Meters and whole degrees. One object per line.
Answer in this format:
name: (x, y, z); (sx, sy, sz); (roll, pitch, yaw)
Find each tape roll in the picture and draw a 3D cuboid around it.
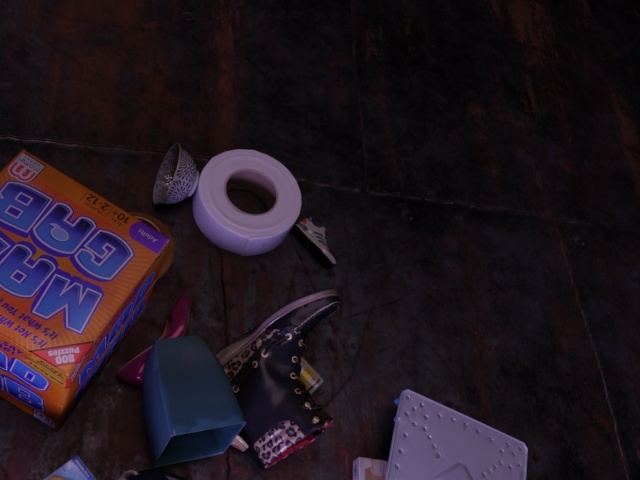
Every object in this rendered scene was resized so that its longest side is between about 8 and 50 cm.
tape roll: (-0.197, -0.103, 2.023); (0.286, 0.100, 0.286); (11, 57, -17)

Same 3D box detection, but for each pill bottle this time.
pill bottle: (-0.051, 0.323, 1.841); (0.116, 0.065, 0.065); (46, 55, 9)

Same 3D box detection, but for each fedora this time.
fedora: (-0.454, 0.025, 1.851); (0.194, 0.079, 0.194); (9, 63, -19)

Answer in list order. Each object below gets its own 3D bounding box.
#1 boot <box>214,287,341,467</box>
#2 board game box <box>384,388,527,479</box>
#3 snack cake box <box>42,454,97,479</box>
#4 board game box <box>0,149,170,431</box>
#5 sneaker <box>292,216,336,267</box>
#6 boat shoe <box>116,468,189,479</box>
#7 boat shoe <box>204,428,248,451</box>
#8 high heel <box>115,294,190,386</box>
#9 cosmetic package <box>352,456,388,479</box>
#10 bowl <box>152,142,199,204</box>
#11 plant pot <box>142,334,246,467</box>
boot: (-0.059, 0.310, 1.733); (0.377, 0.138, 0.284); (-32, 69, -9)
board game box: (0.316, 0.605, 1.798); (0.389, 0.050, 0.390); (27, 53, -15)
snack cake box: (-0.432, 0.551, 1.377); (0.264, 0.089, 0.152); (46, 54, 13)
board game box: (-0.583, 0.112, 1.574); (0.356, 0.356, 0.357); (31, 54, -2)
sneaker: (0.000, 0.000, 2.064); (0.075, 0.057, 0.161); (-37, 76, -29)
boat shoe: (-0.425, 0.541, 1.540); (0.340, 0.127, 0.158); (16, 35, -8)
boat shoe: (-0.228, 0.446, 1.708); (0.135, 0.050, 0.045); (30, 61, 4)
high heel: (-0.386, 0.226, 1.757); (0.117, 0.082, 0.244); (23, 66, -18)
cosmetic package: (0.136, 0.555, 1.790); (0.115, 0.041, 0.060); (11, 56, -16)
bowl: (-0.366, -0.161, 1.958); (0.080, 0.170, 0.170); (20, 54, -27)
plant pot: (-0.292, 0.334, 1.623); (0.165, 0.166, 0.234); (-3, 54, -31)
